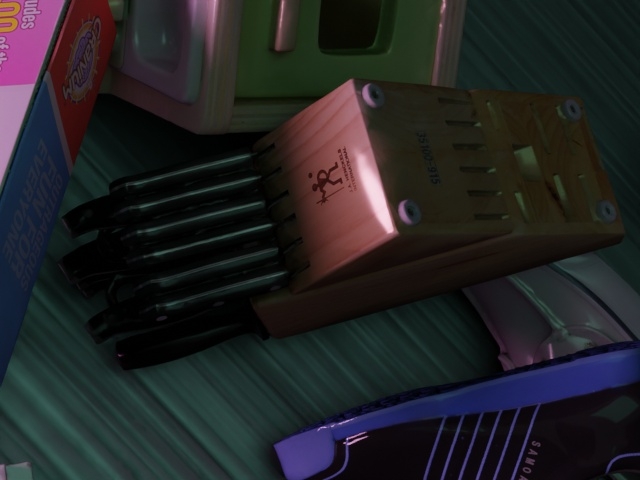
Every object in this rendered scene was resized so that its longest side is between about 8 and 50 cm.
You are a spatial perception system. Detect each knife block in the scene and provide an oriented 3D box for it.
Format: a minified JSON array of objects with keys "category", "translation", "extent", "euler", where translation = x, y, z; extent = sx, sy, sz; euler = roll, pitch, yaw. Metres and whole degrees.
[{"category":"knife block","translation":[0.000,0.000,0.907],"extent":[0.276,0.242,0.088],"euler":[-1,70,-42]}]

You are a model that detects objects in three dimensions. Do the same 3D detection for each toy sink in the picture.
[{"category":"toy sink","translation":[-0.043,-0.144,0.879],"extent":[0.234,0.131,0.152],"euler":[-3,108,-32]}]

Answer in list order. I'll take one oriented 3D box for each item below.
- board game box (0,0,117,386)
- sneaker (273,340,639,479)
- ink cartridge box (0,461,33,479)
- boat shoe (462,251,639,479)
[{"category":"board game box","translation":[-0.284,-0.041,0.776],"extent":[0.317,0.064,0.242],"euler":[7,60,11]},{"category":"sneaker","translation":[0.089,0.125,0.912],"extent":[0.232,0.081,0.090],"euler":[-15,88,15]},{"category":"ink cartridge box","translation":[-0.198,0.151,0.886],"extent":[0.083,0.028,0.048],"euler":[-7,82,-18]},{"category":"boat shoe","translation":[0.158,0.081,0.977],"extent":[0.267,0.096,0.088],"euler":[44,66,-14]}]
